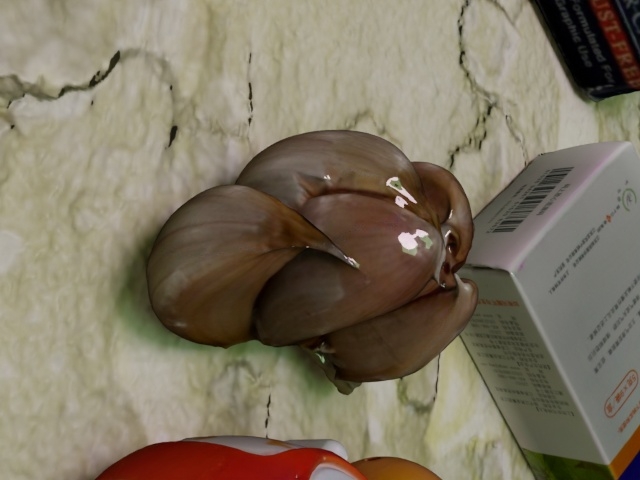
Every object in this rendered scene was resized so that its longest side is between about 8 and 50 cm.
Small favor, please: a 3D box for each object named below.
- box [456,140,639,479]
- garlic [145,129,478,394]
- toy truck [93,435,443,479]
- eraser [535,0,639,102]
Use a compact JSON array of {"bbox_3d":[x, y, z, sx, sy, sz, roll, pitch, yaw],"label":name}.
[{"bbox_3d":[0.249,0.088,0.846,0.200,0.106,0.299,-41,111,-30],"label":"box"},{"bbox_3d":[0.000,0.000,0.631,0.214,0.191,0.160,24,48,-23],"label":"garlic"},{"bbox_3d":[-0.016,0.201,0.591,0.265,0.189,0.239,56,47,-21],"label":"toy truck"},{"bbox_3d":[0.259,-0.285,0.845,0.101,0.155,0.332,-46,114,-29],"label":"eraser"}]
